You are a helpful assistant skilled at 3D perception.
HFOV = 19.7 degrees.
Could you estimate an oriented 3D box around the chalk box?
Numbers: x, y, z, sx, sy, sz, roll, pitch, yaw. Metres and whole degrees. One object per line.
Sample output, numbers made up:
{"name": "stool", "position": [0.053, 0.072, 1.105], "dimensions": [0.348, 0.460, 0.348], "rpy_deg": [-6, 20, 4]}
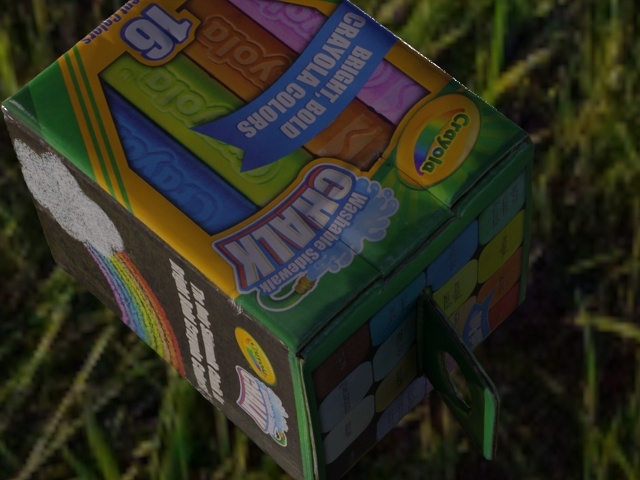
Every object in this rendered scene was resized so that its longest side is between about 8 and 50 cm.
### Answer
{"name": "chalk box", "position": [0.000, 0.000, 0.997], "dimensions": [0.289, 0.180, 0.179], "rpy_deg": [39, 69, 21]}
